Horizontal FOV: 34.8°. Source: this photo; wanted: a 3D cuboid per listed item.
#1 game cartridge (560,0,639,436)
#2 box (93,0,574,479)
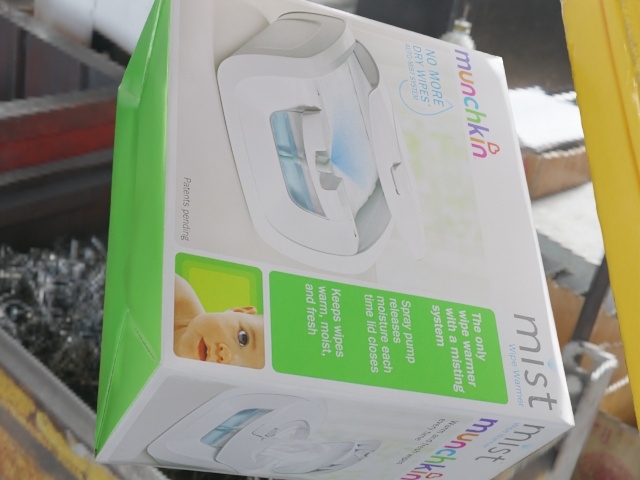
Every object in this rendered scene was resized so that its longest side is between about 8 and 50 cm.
[{"bbox_3d":[0.255,-0.019,0.415,0.323,0.053,0.285,13,53,-18],"label":"game cartridge"},{"bbox_3d":[0.000,0.000,0.599,0.231,0.127,0.262,12,54,-21],"label":"box"}]
